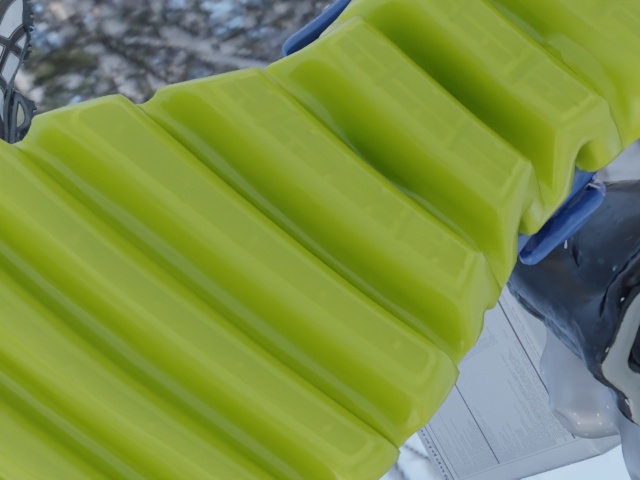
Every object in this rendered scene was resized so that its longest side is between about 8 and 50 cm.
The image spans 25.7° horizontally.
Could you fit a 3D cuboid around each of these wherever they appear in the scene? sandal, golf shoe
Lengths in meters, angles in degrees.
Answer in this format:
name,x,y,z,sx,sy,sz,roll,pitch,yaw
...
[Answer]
name,x,y,z,sx,sy,sz,roll,pitch,yaw
sandal,0.000,0.000,0.397,0.317,0.138,0.126,-36,-101,-23
golf shoe,-0.280,-0.146,1.114,0.094,0.077,0.198,2,-104,-45

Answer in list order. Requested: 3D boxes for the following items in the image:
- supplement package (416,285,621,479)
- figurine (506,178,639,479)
name,x,y,z,sx,sy,sz,roll,pitch,yaw
supplement package,0.157,0.081,0.990,0.134,0.244,0.139,-25,-97,-23
figurine,0.136,0.044,0.631,0.092,0.209,0.215,-39,-59,-6
